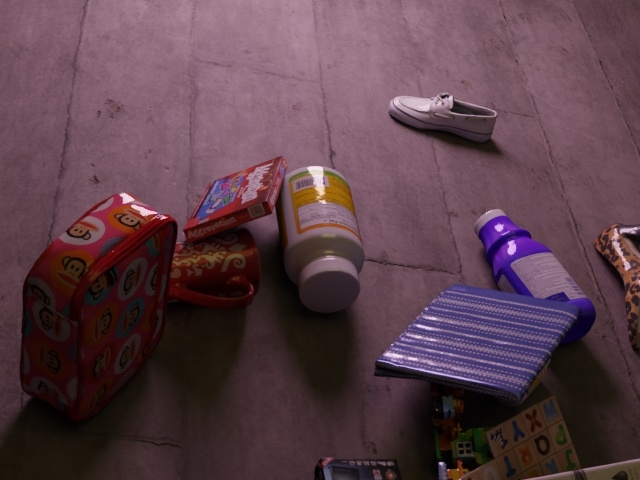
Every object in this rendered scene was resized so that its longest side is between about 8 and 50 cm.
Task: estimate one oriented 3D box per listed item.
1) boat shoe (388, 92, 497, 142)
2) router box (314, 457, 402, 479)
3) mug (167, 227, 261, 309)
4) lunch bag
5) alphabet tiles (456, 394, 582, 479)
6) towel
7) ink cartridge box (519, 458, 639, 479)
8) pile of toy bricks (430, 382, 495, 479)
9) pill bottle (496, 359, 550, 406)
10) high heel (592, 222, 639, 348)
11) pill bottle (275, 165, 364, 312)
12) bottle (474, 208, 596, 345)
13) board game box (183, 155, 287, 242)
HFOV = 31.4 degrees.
[{"bbox_3d":[0.259,-0.275,2.383,0.226,0.075,0.083,13,41,-8],"label":"boat shoe"},{"bbox_3d":[0.059,0.359,1.628,0.123,0.038,0.092,4,43,-18],"label":"router box"},{"bbox_3d":[-0.187,0.047,1.809,0.169,0.113,0.150,-7,10,-23],"label":"mug"},{"bbox_3d":[-0.299,0.084,1.600,0.120,0.293,0.258,27,41,15],"label":"lunch bag"},{"bbox_3d":[0.299,0.358,1.661,0.237,0.009,0.198,-20,90,-37],"label":"alphabet tiles"},{"bbox_3d":[0.258,0.160,1.821,0.243,0.040,0.336,8,24,26],"label":"towel"},{"bbox_3d":[0.366,0.420,1.575,0.273,0.115,0.198,-4,71,-26],"label":"ink cartridge box"},{"bbox_3d":[0.222,0.300,1.687,0.105,0.118,0.212,-3,42,3],"label":"pile of toy bricks"},{"bbox_3d":[0.333,0.218,1.874,0.065,0.065,0.116,36,42,18],"label":"pill bottle"},{"bbox_3d":[0.567,0.086,2.133,0.093,0.186,0.261,33,66,-30],"label":"high heel"},{"bbox_3d":[0.000,0.000,1.929,0.136,0.136,0.245,6,42,-16],"label":"pill bottle"},{"bbox_3d":[0.373,0.061,2.043,0.118,0.092,0.283,-11,49,-26],"label":"bottle"},{"bbox_3d":[-0.136,-0.073,1.903,0.145,0.027,0.281,-18,16,9],"label":"board game box"}]
